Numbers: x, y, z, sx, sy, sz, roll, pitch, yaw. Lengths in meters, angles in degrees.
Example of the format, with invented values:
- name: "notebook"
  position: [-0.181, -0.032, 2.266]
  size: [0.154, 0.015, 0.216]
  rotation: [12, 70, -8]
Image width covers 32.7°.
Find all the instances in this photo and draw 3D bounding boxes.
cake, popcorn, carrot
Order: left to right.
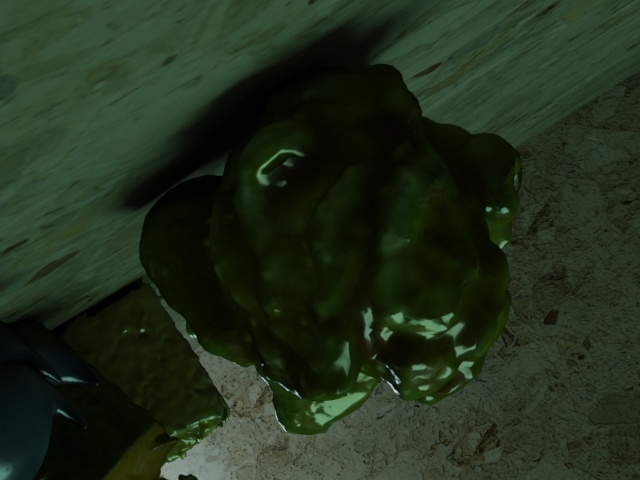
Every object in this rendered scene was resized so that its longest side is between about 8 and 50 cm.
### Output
- name: "carrot"
  position: [-0.300, 0.246, 1.171]
  size: [0.241, 0.341, 0.241]
  rotation: [-48, -177, 3]
- name: "cake"
  position: [-0.261, 0.212, 1.465]
  size: [0.222, 0.227, 0.286]
  rotation: [-32, 176, -10]
- name: "popcorn"
  position: [-0.003, 0.010, 0.899]
  size: [0.290, 0.326, 0.321]
  rotation: [39, 65, -82]

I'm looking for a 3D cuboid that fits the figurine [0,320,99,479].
- name: "figurine"
  position: [-0.289, 0.133, 0.861]
  size: [0.175, 0.197, 0.265]
  rotation: [-57, 172, -2]

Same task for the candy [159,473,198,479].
- name: "candy"
  position: [-0.199, 0.408, 1.392]
  size: [0.137, 0.195, 0.185]
  rotation: [-23, 176, -36]

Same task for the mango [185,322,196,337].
- name: "mango"
  position: [-0.176, 0.134, 2.075]
  size: [0.178, 0.100, 0.119]
  rotation: [-25, 142, 15]
